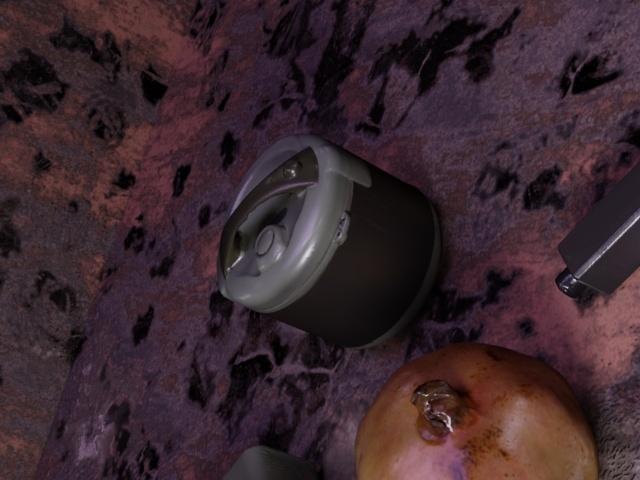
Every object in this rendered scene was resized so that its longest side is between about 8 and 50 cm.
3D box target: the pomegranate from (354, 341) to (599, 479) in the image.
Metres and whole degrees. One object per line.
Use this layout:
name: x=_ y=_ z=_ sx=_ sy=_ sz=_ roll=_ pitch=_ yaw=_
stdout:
pomegranate: x=0.196 y=0.284 z=1.506 sx=0.338 sy=0.338 sz=0.338 roll=-35 pitch=43 yaw=40

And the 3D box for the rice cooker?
rice cooker: x=0.000 y=0.000 z=1.994 sx=0.335 sy=0.325 sz=0.335 roll=-34 pitch=44 yaw=40

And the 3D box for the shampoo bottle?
shampoo bottle: x=0.419 y=-0.016 z=1.615 sx=0.246 sy=0.080 sz=0.079 roll=-49 pitch=33 yaw=24

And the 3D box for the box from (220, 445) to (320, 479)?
box: x=-0.111 y=0.579 z=1.926 sx=0.352 sy=0.177 sz=0.344 roll=-53 pitch=31 yaw=21
